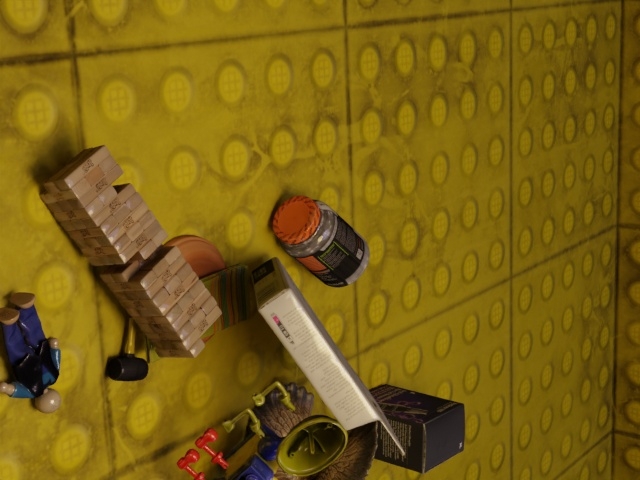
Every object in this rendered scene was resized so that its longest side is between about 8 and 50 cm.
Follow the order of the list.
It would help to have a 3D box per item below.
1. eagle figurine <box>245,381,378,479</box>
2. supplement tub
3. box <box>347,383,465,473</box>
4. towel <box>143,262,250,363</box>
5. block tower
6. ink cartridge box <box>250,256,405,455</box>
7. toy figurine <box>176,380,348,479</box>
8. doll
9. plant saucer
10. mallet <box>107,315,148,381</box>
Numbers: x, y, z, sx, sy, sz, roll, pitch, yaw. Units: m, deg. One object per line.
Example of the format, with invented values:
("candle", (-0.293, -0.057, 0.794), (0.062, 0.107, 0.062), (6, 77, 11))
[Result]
("eagle figurine", (-0.015, 0.434, 1.993), (0.226, 0.225, 0.298), (-8, 125, -11))
("supplement tub", (0.000, 0.000, 1.999), (0.190, 0.117, 0.117), (42, 63, -48))
("box", (0.171, 0.381, 2.217), (0.153, 0.207, 0.108), (-14, 108, -51))
("towel", (-0.199, 0.117, 1.778), (0.237, 0.021, 0.102), (-23, 113, -48))
("block tower", (-0.276, 0.022, 1.609), (0.097, 0.091, 0.335), (-48, 119, -35))
("ink cartridge box", (0.001, 0.197, 1.815), (0.071, 0.324, 0.330), (-33, 99, -1))
("toy figurine", (-0.119, 0.356, 1.848), (0.191, 0.362, 0.217), (43, 15, -8))
("doll", (-0.415, 0.172, 1.545), (0.129, 0.046, 0.189), (-52, 141, -46))
("plant saucer", (-0.215, 0.091, 1.800), (0.200, 0.037, 0.199), (-13, 107, -52))
("mallet", (-0.290, 0.131, 1.715), (0.062, 0.039, 0.189), (23, 74, -53))
